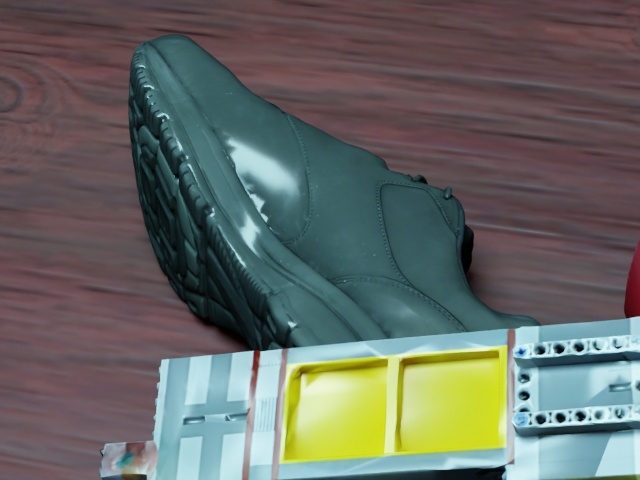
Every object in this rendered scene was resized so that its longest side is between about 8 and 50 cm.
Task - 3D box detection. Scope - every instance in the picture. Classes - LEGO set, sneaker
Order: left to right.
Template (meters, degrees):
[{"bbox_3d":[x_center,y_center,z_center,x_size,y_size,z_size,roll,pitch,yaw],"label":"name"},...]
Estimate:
[{"bbox_3d":[0.000,0.000,0.934,0.130,0.109,0.286,-23,58,-21],"label":"sneaker"},{"bbox_3d":[0.036,0.177,0.647,0.192,0.331,0.255,-6,64,15],"label":"LEGO set"}]

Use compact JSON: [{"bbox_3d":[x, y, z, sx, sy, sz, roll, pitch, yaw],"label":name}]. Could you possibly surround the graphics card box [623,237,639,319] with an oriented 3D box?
[{"bbox_3d":[0.327,0.077,0.748,0.371,0.094,0.232,-4,49,-14],"label":"graphics card box"}]
